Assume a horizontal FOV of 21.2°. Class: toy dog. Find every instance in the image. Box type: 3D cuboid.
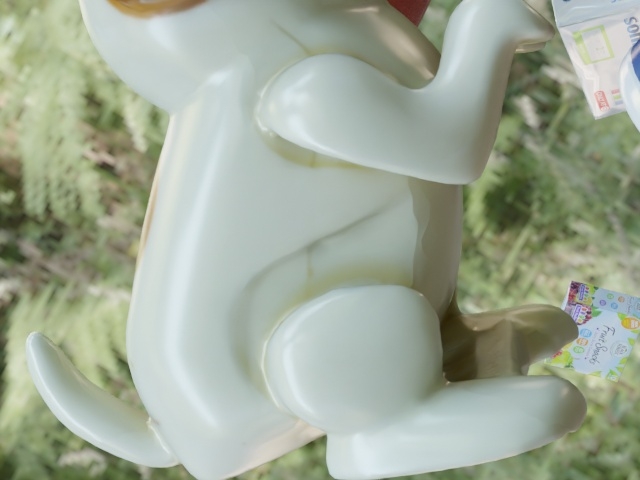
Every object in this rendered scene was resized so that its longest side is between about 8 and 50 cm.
[{"bbox_3d":[-0.024,-0.068,1.137,0.395,0.408,0.284,-12,8,18],"label":"toy dog"}]

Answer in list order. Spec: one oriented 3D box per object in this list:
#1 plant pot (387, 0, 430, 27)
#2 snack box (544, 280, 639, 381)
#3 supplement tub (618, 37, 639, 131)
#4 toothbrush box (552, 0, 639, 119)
[{"bbox_3d":[-0.007,-0.342,1.766,0.236,0.267,0.267,-47,-41,-30],"label":"plant pot"},{"bbox_3d":[0.349,0.117,2.172,0.141,0.100,0.037,99,-175,-51],"label":"snack box"},{"bbox_3d":[0.439,-0.186,1.487,0.316,0.228,0.228,-50,12,29],"label":"supplement tub"},{"bbox_3d":[0.315,-0.312,1.881,0.206,0.122,0.283,51,-153,-59],"label":"toothbrush box"}]
